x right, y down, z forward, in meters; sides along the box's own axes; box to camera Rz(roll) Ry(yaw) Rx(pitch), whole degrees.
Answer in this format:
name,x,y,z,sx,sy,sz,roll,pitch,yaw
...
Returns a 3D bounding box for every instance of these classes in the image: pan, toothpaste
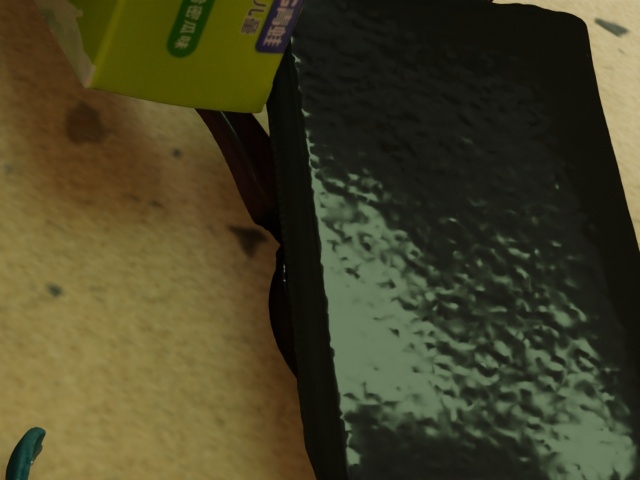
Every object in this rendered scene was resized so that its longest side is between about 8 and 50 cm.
name,x,y,z,sx,sy,sz,roll,pitch,yaw
pan,-0.002,0.002,0.715,0.212,0.040,0.115,45,39,9
toothpaste,-0.094,-0.182,0.751,0.077,0.110,0.327,4,33,-31

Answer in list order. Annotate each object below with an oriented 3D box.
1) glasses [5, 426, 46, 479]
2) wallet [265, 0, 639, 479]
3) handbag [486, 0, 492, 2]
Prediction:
name,x,y,z,sx,sy,sz,roll,pitch,yaw
glasses,-0.181,0.069,0.511,0.189,0.088,0.220,39,16,9
wallet,0.053,0.002,0.686,0.149,0.044,0.250,4,56,-21
handbag,0.029,-0.202,0.838,0.216,0.203,0.074,5,39,-37
